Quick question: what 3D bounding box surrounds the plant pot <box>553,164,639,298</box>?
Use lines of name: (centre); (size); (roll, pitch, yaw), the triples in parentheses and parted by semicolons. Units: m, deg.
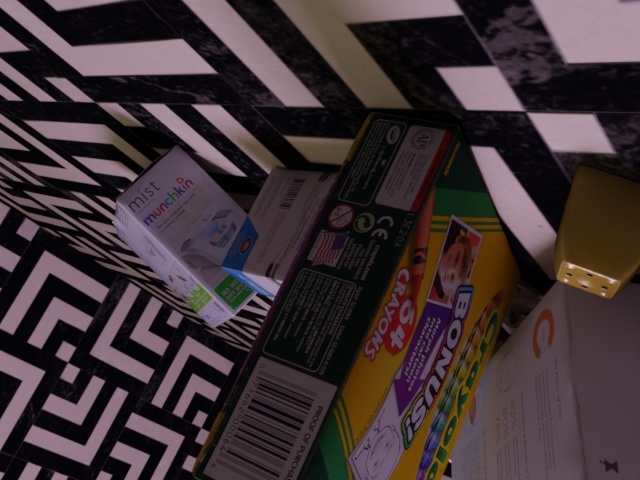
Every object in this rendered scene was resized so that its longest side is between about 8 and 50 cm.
plant pot: (0.240, 0.000, 0.657); (0.082, 0.083, 0.081); (20, 163, 17)

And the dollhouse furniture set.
dollhouse furniture set: (0.226, 0.138, 0.997); (0.144, 0.151, 0.123); (31, 164, -24)

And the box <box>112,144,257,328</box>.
box: (-0.191, 0.008, 1.182); (0.231, 0.127, 0.262); (45, 163, -2)

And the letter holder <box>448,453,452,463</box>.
letter holder: (0.263, 0.289, 1.477); (0.302, 0.214, 0.152); (26, -164, 0)

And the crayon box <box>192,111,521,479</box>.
crayon box: (0.069, 0.113, 0.771); (0.106, 0.362, 0.313); (16, 161, 32)

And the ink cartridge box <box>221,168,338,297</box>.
ink cartridge box: (0.000, 0.000, 0.914); (0.203, 0.148, 0.086); (10, 156, 46)

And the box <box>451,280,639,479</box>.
box: (0.272, 0.220, 0.827); (0.168, 0.215, 0.345); (10, 146, -5)
